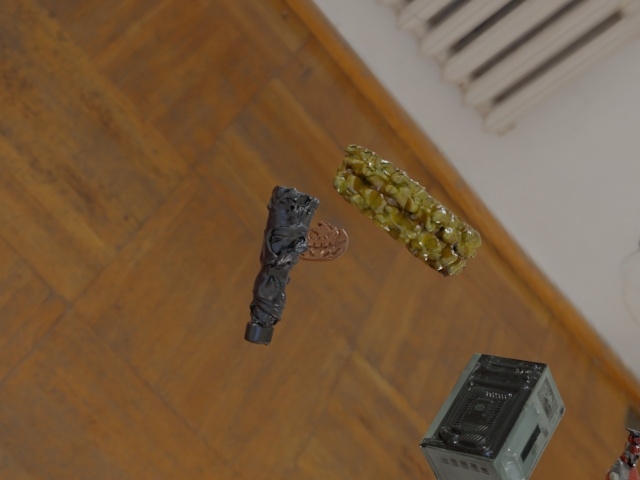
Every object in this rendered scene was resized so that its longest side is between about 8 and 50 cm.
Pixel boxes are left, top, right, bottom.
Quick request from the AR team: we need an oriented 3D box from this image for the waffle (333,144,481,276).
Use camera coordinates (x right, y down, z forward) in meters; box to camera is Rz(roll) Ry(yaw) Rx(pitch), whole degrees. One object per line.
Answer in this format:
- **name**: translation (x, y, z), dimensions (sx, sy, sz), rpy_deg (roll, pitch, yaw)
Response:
- **waffle**: translation (0.101, -0.037, 1.319), dimensions (0.193, 0.070, 0.197), rpy_deg (39, 6, 11)

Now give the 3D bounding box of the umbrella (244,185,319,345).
- **umbrella**: translation (-0.058, 0.037, 1.547), dimensions (0.080, 0.071, 0.224), rpy_deg (13, 94, -51)

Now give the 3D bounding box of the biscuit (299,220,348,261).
- **biscuit**: translation (0.000, 0.000, 1.781), dimensions (0.015, 0.091, 0.078), rpy_deg (70, 22, -50)

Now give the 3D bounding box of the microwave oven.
- **microwave oven**: translation (0.281, 0.299, 1.813), dimensions (0.208, 0.162, 0.122), rpy_deg (-53, 130, -33)

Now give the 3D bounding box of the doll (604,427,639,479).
- **doll**: translation (0.486, 0.387, 1.793), dimensions (0.057, 0.169, 0.109), rpy_deg (21, -3, 1)
